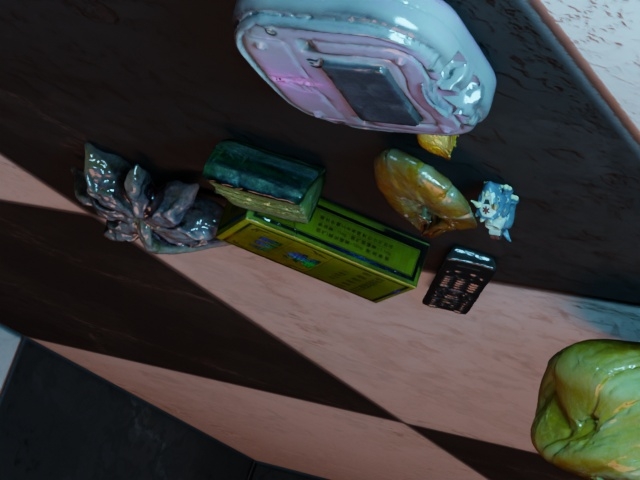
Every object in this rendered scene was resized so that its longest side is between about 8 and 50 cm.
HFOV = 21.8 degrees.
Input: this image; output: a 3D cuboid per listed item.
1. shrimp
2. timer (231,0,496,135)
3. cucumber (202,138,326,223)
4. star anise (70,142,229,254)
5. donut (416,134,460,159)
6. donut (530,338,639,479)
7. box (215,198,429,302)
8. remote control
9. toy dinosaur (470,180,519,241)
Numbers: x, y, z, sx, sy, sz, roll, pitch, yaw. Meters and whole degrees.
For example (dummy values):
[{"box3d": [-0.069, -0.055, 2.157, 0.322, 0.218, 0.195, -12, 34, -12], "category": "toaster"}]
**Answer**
[{"box3d": [0.109, -0.035, 1.658, 0.115, 0.051, 0.217, 40, 174, 17], "category": "shrimp"}, {"box3d": [0.035, -0.148, 1.345, 0.191, 0.069, 0.208, 8, 161, 28], "category": "timer"}, {"box3d": [-0.057, -0.065, 1.780, 0.115, 0.062, 0.116, 19, 173, 9], "category": "cucumber"}, {"box3d": [-0.196, -0.033, 2.043, 0.262, 0.081, 0.230, 30, 152, -29], "category": "star anise"}, {"box3d": [0.107, -0.107, 1.480, 0.038, 0.067, 0.083, 10, -164, 7], "category": "donut"}, {"box3d": [0.403, 0.214, 1.880, 0.360, 0.170, 0.360, 15, 179, 0], "category": "donut"}, {"box3d": [0.000, 0.001, 1.942, 0.220, 0.064, 0.141, 21, 166, -13], "category": "box"}, {"box3d": [0.166, 0.051, 1.993, 0.063, 0.025, 0.245, 18, 165, 1], "category": "remote control"}, {"box3d": [0.174, -0.029, 1.641, 0.030, 0.047, 0.083, 10, 162, 26], "category": "toy dinosaur"}]
